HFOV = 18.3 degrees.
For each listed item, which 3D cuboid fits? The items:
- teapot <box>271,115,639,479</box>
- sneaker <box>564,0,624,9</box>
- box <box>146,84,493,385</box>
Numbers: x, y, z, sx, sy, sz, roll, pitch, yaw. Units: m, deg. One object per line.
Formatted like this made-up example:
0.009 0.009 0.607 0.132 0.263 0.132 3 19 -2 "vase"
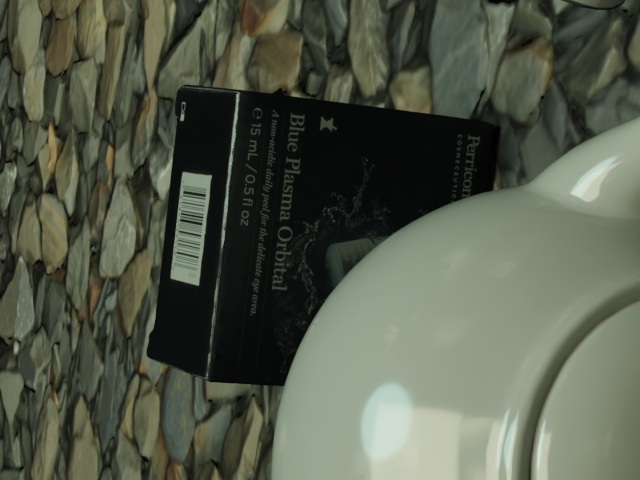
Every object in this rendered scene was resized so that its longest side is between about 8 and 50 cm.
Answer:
0.113 0.097 0.763 0.256 0.252 0.187 52 159 -14 "teapot"
0.128 -0.238 0.970 0.163 0.086 0.226 121 145 -46 "sneaker"
0.000 0.000 1.101 0.093 0.158 0.156 11 96 64 "box"
